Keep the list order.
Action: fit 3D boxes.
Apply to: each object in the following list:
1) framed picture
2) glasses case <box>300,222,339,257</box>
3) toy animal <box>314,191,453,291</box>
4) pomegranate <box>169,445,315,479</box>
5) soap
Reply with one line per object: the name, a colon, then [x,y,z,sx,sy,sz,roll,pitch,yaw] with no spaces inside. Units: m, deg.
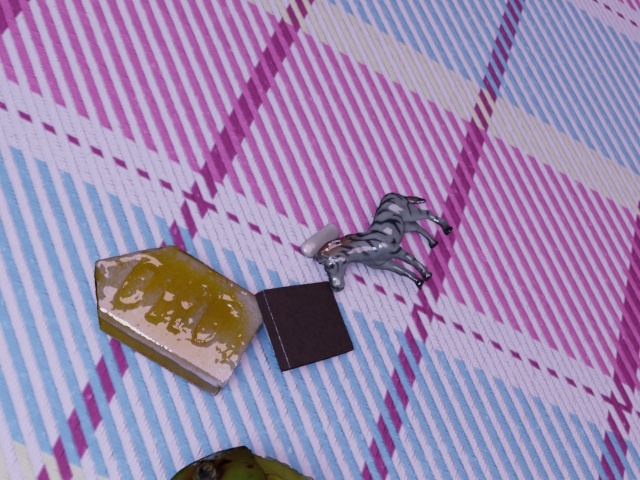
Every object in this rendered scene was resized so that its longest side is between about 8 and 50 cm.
framed picture: [-0.022,0.134,1.032,0.169,0.023,0.127,-3,68,-53]
glasses case: [0.000,0.000,1.136,0.083,0.021,0.032,-38,92,-28]
toy animal: [0.127,0.016,1.133,0.170,0.090,0.255,46,54,7]
pomegranate: [-0.107,0.429,0.821,0.261,0.260,0.340,-8,98,-22]
soap: [-0.227,0.103,0.981,0.258,0.080,0.160,32,59,-7]
